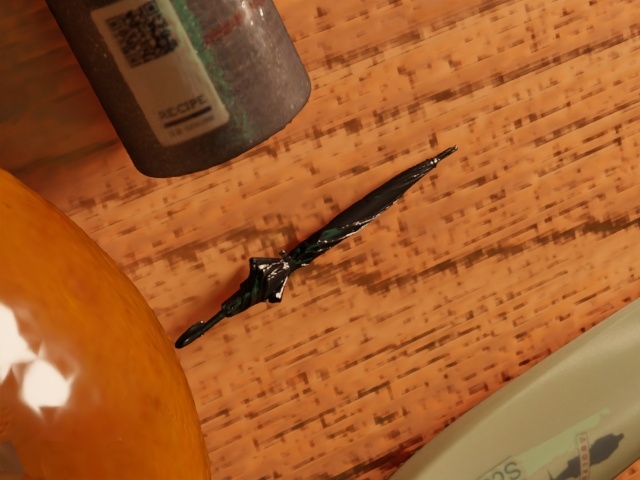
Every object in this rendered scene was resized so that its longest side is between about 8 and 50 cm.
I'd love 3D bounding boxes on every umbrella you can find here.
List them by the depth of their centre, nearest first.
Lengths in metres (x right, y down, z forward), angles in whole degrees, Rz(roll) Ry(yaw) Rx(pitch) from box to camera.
[{"bbox_3d":[-0.001,0.002,0.618,0.149,0.022,0.022,-34,79,-23],"label":"umbrella"}]

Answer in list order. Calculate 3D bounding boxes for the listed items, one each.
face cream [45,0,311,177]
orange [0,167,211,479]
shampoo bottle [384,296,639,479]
[{"bbox_3d":[-0.091,-0.154,0.497,0.073,0.073,0.283,-33,116,-14],"label":"face cream"},{"bbox_3d":[-0.169,0.077,0.481,0.274,0.274,0.310,-36,142,-12],"label":"orange"},{"bbox_3d":[0.106,0.089,0.673,0.212,0.049,0.072,-34,112,-14],"label":"shampoo bottle"}]
